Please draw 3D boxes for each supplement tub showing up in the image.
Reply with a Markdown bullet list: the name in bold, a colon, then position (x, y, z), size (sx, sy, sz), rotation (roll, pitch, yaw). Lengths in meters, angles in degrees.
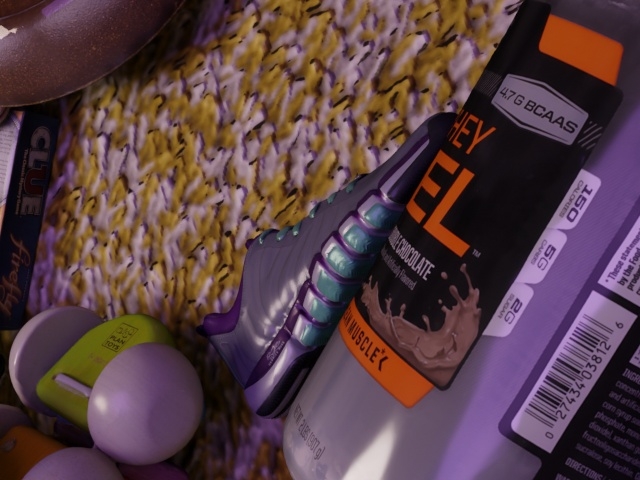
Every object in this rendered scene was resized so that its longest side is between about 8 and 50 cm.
- **supplement tub**: position (0.143, 0.011, 0.523), size (0.207, 0.207, 0.338), rotation (34, 101, 25)

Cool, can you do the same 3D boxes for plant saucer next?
- **plant saucer**: position (-0.206, -0.249, 0.777), size (0.311, 0.050, 0.310), rotation (-7, 72, 22)

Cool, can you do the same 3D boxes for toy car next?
- **toy car**: position (-0.144, 0.138, 0.697), size (0.159, 0.136, 0.182), rotation (13, 62, 47)

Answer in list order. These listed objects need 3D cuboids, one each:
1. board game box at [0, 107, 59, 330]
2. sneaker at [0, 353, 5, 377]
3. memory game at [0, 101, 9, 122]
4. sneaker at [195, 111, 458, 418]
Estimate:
- **board game box**: position (-0.324, -0.034, 0.852), size (0.243, 0.042, 0.165), rotation (12, 92, 27)
- **sneaker**: position (-0.299, 0.098, 0.793), size (0.130, 0.087, 0.227), rotation (-45, 20, -18)
- **memory game**: position (-0.294, -0.130, 0.822), size (0.186, 0.012, 0.186), rotation (-10, 60, 17)
- **sneaker**: position (0.000, 0.000, 0.668), size (0.098, 0.083, 0.223), rotation (43, 106, 28)
